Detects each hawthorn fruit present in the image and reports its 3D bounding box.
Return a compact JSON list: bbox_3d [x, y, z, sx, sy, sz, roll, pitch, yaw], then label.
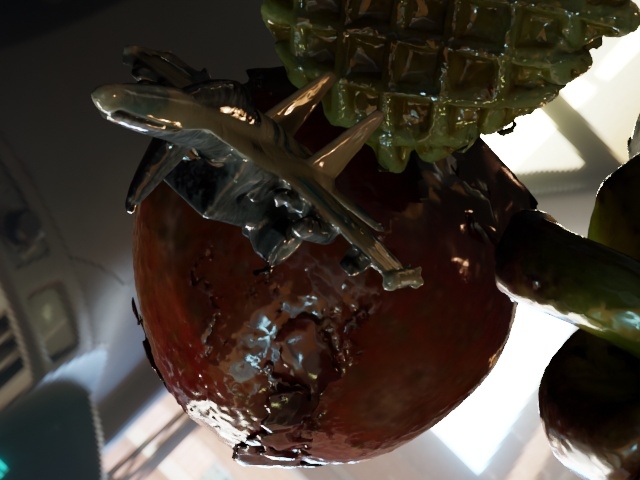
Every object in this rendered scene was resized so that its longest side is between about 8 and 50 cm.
[{"bbox_3d":[0.012,0.012,0.850,0.316,0.316,0.316,-46,178,-3],"label":"hawthorn fruit"}]

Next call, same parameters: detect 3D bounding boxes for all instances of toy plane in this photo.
[{"bbox_3d":[-0.045,-0.038,0.536,0.088,0.192,0.262,-53,163,18],"label":"toy plane"}]

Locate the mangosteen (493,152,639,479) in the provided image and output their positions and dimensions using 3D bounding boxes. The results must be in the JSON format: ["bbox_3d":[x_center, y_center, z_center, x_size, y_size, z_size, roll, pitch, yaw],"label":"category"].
[{"bbox_3d":[0.184,0.052,0.421,0.215,0.257,0.215,-57,170,-15],"label":"mangosteen"}]

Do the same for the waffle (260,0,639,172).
[{"bbox_3d":[0.063,-0.155,0.693,0.214,0.208,0.054,-34,176,25],"label":"waffle"}]

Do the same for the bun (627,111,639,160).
[{"bbox_3d":[0.461,-0.122,1.175,0.263,0.263,0.175,-42,151,-53],"label":"bun"}]
